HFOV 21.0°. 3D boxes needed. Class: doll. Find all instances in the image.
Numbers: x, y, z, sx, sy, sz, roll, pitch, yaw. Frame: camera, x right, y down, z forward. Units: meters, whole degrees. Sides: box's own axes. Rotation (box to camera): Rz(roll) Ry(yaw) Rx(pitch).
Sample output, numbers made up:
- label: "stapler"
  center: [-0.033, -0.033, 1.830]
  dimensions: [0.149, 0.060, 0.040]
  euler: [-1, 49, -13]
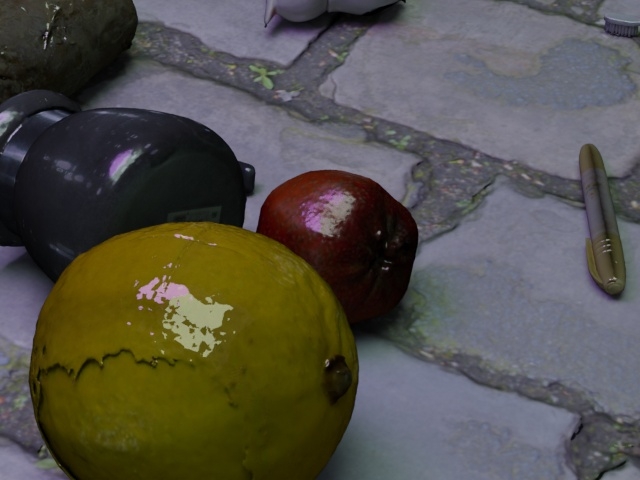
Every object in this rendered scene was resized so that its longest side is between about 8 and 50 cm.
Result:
- label: "doll"
  center: [0.016, -0.331, 2.161]
  dimensions: [0.181, 0.107, 0.110]
  euler: [-4, 34, 0]

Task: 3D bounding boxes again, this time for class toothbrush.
- label: "toothbrush"
  center: [0.483, -0.240, 2.083]
  dimensions: [0.286, 0.025, 0.020]
  euler: [12, 43, 16]

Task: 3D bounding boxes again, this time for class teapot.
- label: "teapot"
  center: [-0.221, -0.072, 1.829]
  dimensions: [0.285, 0.223, 0.305]
  euler: [22, 51, 35]

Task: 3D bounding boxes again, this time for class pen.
- label: "pen"
  center: [0.299, -0.025, 1.859]
  dimensions: [0.040, 0.032, 0.233]
  euler: [-22, 38, 17]

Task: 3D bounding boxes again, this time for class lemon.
- label: "lemon"
  center: [-0.116, 0.120, 1.554]
  dimensions: [0.297, 0.297, 0.297]
  euler: [-3, 42, 2]

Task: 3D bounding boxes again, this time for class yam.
- label: "yam"
  center: [-0.340, -0.244, 2.060]
  dimensions: [0.168, 0.168, 0.304]
  euler: [24, 50, 28]

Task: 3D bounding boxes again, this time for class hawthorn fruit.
- label: "hawthorn fruit"
  center: [0.000, 0.000, 1.773]
  dimensions: [0.194, 0.157, 0.157]
  euler: [22, 48, 40]
